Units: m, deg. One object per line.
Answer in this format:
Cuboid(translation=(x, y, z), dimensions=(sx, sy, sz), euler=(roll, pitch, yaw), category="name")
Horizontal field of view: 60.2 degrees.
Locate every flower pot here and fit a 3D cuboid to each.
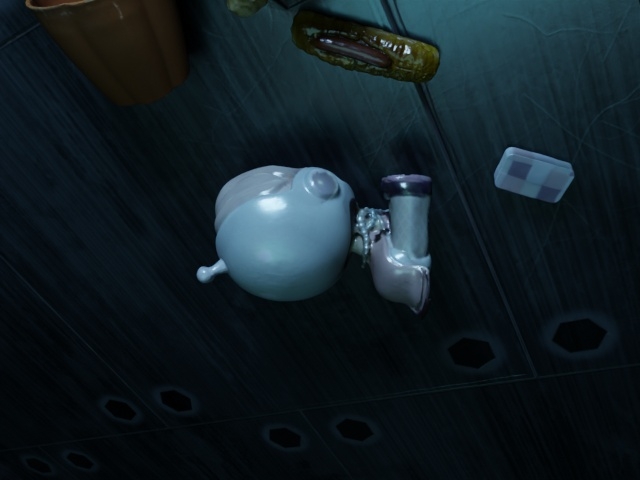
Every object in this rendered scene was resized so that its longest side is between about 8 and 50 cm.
Cuboid(translation=(-0.272, -0.289, 0.762), dimensions=(0.191, 0.190, 0.173), euler=(-2, 138, 16), category="flower pot")

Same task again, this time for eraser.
Cuboid(translation=(0.326, -0.100, 0.847), dimensions=(0.105, 0.026, 0.065), euler=(17, 127, 1), category="eraser")

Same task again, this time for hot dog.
Cuboid(translation=(0.059, -0.264, 0.772), dimensions=(0.216, 0.047, 0.066), euler=(18, 133, 0), category="hot dog")

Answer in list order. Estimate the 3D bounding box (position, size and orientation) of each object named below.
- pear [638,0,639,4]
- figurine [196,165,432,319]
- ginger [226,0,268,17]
Cuboid(translation=(0.440, -0.298, 0.420), dimensions=(0.352, 0.352, 0.413), euler=(35, 89, -14), category="pear")
Cuboid(translation=(0.001, -0.007, 0.884), dimensions=(0.362, 0.211, 0.253), euler=(9, 129, 6), category="figurine")
Cuboid(translation=(-0.128, -0.396, 0.664), dimensions=(0.354, 0.126, 0.189), euler=(26, 116, -2), category="ginger")
